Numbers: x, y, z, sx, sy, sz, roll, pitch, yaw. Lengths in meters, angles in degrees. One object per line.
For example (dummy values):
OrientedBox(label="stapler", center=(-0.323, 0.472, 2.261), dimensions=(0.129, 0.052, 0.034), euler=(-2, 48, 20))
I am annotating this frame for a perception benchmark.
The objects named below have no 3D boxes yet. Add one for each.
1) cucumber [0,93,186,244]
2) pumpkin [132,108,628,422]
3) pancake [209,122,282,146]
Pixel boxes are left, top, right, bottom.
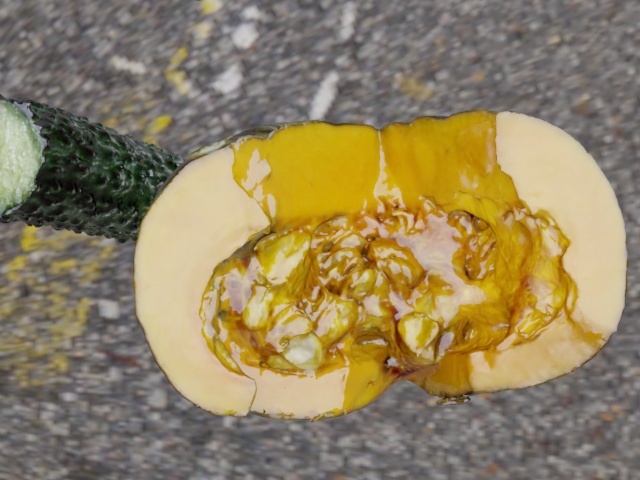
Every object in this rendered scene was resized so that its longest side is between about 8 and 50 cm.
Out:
OrientedBox(label="cucumber", center=(-0.160, -0.043, 1.406), dimensions=(0.359, 0.096, 0.096), euler=(14, 77, -65))
OrientedBox(label="pumpkin", center=(0.023, 0.009, 0.706), dimensions=(0.184, 0.107, 0.119), euler=(-3, 94, 1))
OrientedBox(label="pancake", center=(0.000, 0.000, 1.625), dimensions=(0.057, 0.266, 0.244), euler=(-42, 106, -39))
